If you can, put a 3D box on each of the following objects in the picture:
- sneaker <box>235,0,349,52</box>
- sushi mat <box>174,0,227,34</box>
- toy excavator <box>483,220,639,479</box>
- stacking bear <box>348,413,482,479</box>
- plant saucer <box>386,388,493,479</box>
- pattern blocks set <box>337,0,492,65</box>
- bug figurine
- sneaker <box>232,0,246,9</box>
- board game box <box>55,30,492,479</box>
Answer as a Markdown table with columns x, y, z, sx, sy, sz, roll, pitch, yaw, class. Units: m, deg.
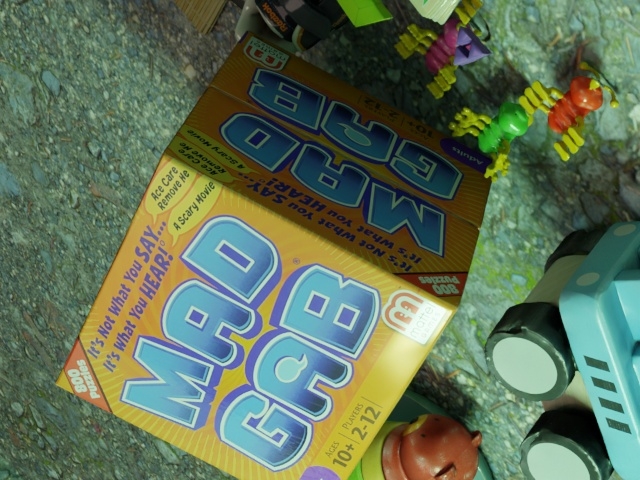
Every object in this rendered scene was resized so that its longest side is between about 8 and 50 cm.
| x | y | z | sx | sy | sz | roll | pitch | yaw | class |
| --- | --- | --- | --- | --- | --- | --- | --- | --- | --- |
| 0.001 | -0.314 | 1.850 | 0.126 | 0.127 | 0.321 | 53 | 147 | 3 | sneaker |
| -0.158 | -0.412 | 2.058 | 0.151 | 0.019 | 0.316 | 49 | 148 | 6 | sushi mat |
| 0.412 | 0.071 | 1.653 | 0.445 | 0.222 | 0.433 | -3 | 118 | 38 | toy excavator |
| 0.113 | 0.329 | 2.218 | 0.289 | 0.175 | 0.164 | -25 | 98 | 50 | stacking bear |
| 0.158 | 0.345 | 2.349 | 0.317 | 0.043 | 0.318 | 33 | 142 | 30 | plant saucer |
| 0.115 | -0.347 | 1.677 | 0.285 | 0.026 | 0.325 | -38 | 75 | 38 | pattern blocks set |
| 0.204 | -0.204 | 1.737 | 0.279 | 0.072 | 0.216 | 55 | 142 | 7 | bug figurine |
| -0.148 | -0.355 | 2.022 | 0.158 | 0.065 | 0.061 | 46 | 148 | 9 | sneaker |
| -0.045 | 0.035 | 1.827 | 0.356 | 0.356 | 0.356 | 27 | 122 | -3 | board game box |
